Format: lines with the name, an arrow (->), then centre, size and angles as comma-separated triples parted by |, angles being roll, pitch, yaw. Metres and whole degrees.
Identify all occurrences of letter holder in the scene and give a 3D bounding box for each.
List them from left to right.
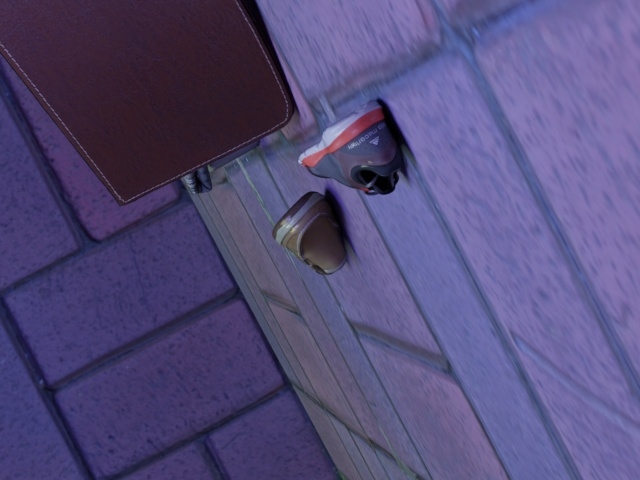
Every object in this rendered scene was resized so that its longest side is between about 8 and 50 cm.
letter holder -> -0.177, -0.219, 1.315 | 0.302, 0.214, 0.152 | 56, -165, -39

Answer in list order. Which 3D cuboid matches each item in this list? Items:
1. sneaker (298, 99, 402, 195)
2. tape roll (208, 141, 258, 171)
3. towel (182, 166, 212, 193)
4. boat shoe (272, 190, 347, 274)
sneaker -> 0.027, -0.057, 1.060 | 0.065, 0.061, 0.158 | 55, 173, 1
tape roll -> -0.197, -0.268, 1.714 | 0.392, 0.072, 0.392 | 59, 171, 15
towel -> -0.239, -0.239, 1.619 | 0.312, 0.056, 0.324 | 56, 169, 34
boat shoe -> 0.000, 0.000, 1.451 | 0.072, 0.068, 0.190 | 48, 180, 9
